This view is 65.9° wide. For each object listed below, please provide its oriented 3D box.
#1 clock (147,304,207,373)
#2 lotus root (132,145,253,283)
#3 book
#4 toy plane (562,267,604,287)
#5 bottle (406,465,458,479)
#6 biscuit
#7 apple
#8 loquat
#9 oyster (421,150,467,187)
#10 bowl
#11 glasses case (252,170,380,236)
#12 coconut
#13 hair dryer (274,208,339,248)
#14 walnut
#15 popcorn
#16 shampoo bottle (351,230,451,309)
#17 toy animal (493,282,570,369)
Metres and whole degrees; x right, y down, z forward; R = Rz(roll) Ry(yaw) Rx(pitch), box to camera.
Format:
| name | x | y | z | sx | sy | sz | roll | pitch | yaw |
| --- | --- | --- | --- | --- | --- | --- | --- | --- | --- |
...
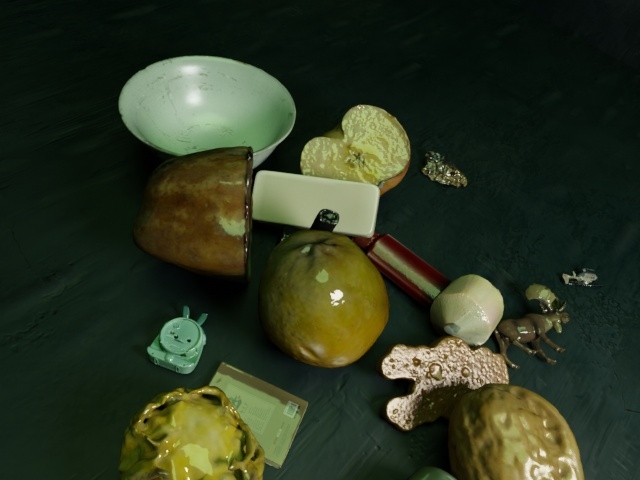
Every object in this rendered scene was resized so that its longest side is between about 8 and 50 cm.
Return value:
| name | x | y | z | sx | sy | sz | roll | pitch | yaw |
| --- | --- | --- | --- | --- | --- | --- | --- | --- | --- |
| clock | -0.288 | 0.201 | 1.023 | 0.101 | 0.041 | 0.135 | 18 | 50 | 2 |
| lotus root | -0.249 | -0.062 | 1.078 | 0.250 | 0.316 | 0.316 | 5 | 51 | 3 |
| book | -0.139 | 0.337 | 0.966 | 0.199 | 0.016 | 0.138 | 24 | 51 | 6 |
| toy plane | 0.712 | 0.103 | 1.345 | 0.121 | 0.031 | 0.049 | 8 | 59 | -11 |
| bottle | 0.111 | 0.530 | 0.777 | 0.347 | 0.168 | 0.168 | -31 | 65 | -29 |
| biscuit | 0.262 | 0.297 | 1.048 | 0.295 | 0.044 | 0.185 | 0 | 78 | -15 |
| apple | 0.101 | -0.202 | 1.345 | 0.293 | 0.163 | 0.251 | -38 | 80 | 1 |
| loquat | 0.012 | 0.116 | 1.009 | 0.276 | 0.283 | 0.276 | -5 | 41 | 4 |
| oyster | 0.384 | -0.214 | 1.508 | 0.148 | 0.051 | 0.103 | 28 | 58 | -4 |
| bowl | -0.293 | -0.287 | 1.310 | 0.435 | 0.196 | 0.434 | 7 | 49 | -8 |
| glasses case | -0.014 | -0.090 | 1.227 | 0.313 | 0.070 | 0.131 | 8 | 87 | 10 |
| coconut | 0.332 | 0.166 | 1.132 | 0.147 | 0.147 | 0.153 | 39 | 47 | 17 |
| hair dryer | 0.000 | 0.000 | 1.122 | 0.197 | 0.251 | 0.089 | 17 | 67 | -3 |
| walnut | 0.344 | 0.388 | 0.908 | 0.225 | 0.257 | 0.257 | 24 | 41 | -38 |
| popcorn | -0.219 | 0.366 | 0.816 | 0.250 | 0.190 | 0.250 | 2 | 50 | -3 |
| shampoo bottle | 0.192 | 0.056 | 1.236 | 0.260 | 0.064 | 0.102 | 38 | 59 | 17 |
| toy animal | 0.514 | 0.198 | 1.183 | 0.215 | 0.093 | 0.186 | -6 | 45 | -7 |
